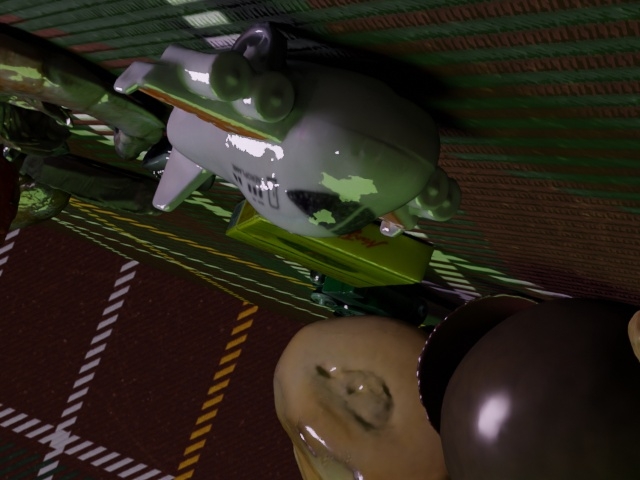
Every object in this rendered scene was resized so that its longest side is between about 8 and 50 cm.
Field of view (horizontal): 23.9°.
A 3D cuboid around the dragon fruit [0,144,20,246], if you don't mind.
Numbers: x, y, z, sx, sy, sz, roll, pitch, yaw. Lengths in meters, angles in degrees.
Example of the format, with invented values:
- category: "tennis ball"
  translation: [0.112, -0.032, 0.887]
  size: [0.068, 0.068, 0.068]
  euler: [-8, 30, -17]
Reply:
- category: "dragon fruit"
  translation: [-0.492, -0.056, 1.788]
  size: [0.277, 0.277, 0.342]
  euler: [23, 154, -17]

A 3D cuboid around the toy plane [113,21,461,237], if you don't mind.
- category: "toy plane"
  translation: [-0.023, -0.058, 0.959]
  size: [0.244, 0.117, 0.245]
  euler: [23, 173, 3]

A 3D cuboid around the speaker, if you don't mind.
- category: "speaker"
  translation: [0.295, 0.156, 1.784]
  size: [0.259, 0.198, 0.329]
  euler: [-13, 172, 26]

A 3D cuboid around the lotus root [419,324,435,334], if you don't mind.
- category: "lotus root"
  translation: [0.246, 0.236, 2.224]
  size: [0.397, 0.179, 0.196]
  euler: [16, -162, 21]

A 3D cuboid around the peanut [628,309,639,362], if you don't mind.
- category: "peanut"
  translation: [0.342, 0.102, 1.252]
  size: [0.194, 0.083, 0.093]
  euler: [19, 170, 28]

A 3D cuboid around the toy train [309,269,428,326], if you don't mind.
- category: "toy train"
  translation: [0.067, 0.073, 2.018]
  size: [0.104, 0.071, 0.178]
  euler: [-1, 158, 46]

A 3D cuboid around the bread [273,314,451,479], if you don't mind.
- category: "bread"
  translation: [0.104, 0.281, 1.992]
  size: [0.348, 0.253, 0.376]
  euler: [47, 162, 36]

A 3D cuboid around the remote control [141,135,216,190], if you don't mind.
- category: "remote control"
  translation: [-0.140, -0.077, 1.528]
  size: [0.072, 0.042, 0.222]
  euler: [23, 175, -10]

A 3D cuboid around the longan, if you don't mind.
- category: "longan"
  translation: [0.260, 0.194, 1.480]
  size: [0.297, 0.297, 0.297]
  euler: [21, 174, 2]

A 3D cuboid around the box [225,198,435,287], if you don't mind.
- category: "box"
  translation: [0.000, 0.000, 1.703]
  size: [0.187, 0.047, 0.335]
  euler: [22, 174, -8]

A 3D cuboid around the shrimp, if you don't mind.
- category: "shrimp"
  translation: [-0.259, -0.124, 1.418]
  size: [0.247, 0.085, 0.360]
  euler: [14, 170, 3]

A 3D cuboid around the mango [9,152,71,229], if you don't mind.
- category: "mango"
  translation: [-0.499, -0.087, 2.242]
  size: [0.316, 0.146, 0.193]
  euler: [3, 167, 25]

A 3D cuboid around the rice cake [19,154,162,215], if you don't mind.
- category: "rice cake"
  translation: [-0.309, -0.079, 2.035]
  size: [0.270, 0.055, 0.049]
  euler: [15, -178, 40]
